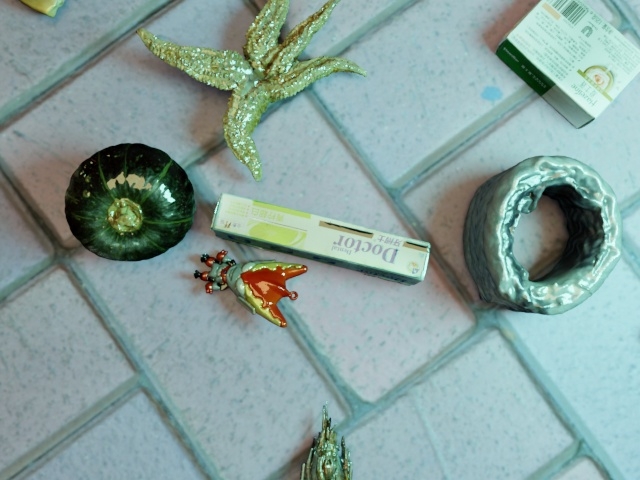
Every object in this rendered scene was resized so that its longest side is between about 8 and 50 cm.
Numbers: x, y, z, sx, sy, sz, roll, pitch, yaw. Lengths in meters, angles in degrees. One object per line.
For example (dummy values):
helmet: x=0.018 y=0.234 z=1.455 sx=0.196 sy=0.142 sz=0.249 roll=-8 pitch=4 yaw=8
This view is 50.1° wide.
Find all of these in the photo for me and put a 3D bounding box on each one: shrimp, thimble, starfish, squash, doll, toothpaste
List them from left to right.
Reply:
squash: x=-0.291 y=-0.056 z=1.055 sx=0.193 sy=0.156 sz=0.193 roll=-2 pitch=95 yaw=-19
doll: x=-0.115 y=0.066 z=1.096 sx=0.169 sy=0.057 sz=0.109 roll=15 pitch=68 yaw=13
starfish: x=-0.088 y=-0.300 z=1.112 sx=0.293 sy=0.084 sz=0.301 roll=-40 pitch=90 yaw=-8
toothpaste: x=0.000 y=0.000 z=1.088 sx=0.337 sy=0.081 sz=0.067 roll=13 pitch=82 yaw=0
shrimp: x=0.007 y=0.366 z=1.061 sx=0.090 sy=0.079 sz=0.232 roll=-1 pitch=80 yaw=-6
thimble: x=0.335 y=-0.007 z=1.055 sx=0.217 sy=0.157 sz=0.245 roll=24 pitch=86 yaw=2

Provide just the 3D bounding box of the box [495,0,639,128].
box: x=0.407 y=-0.300 z=1.119 sx=0.199 sy=0.081 sz=0.135 roll=44 pitch=87 yaw=5

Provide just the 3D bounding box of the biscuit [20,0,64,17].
biscuit: x=-0.447 y=-0.540 z=1.146 sx=0.205 sy=0.040 sz=0.308 roll=30 pitch=85 yaw=1
